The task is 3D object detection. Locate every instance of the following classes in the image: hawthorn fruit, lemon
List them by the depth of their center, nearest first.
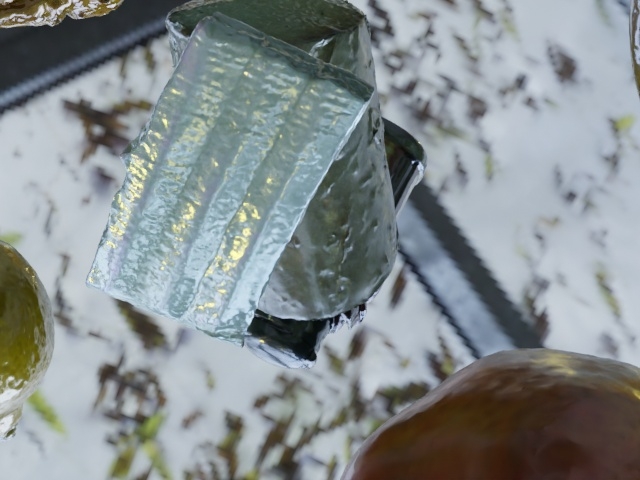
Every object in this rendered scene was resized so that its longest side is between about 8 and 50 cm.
[{"bbox_3d":[-0.332,0.087,1.730,0.187,0.244,0.187,-9,-139,8],"label":"lemon"},{"bbox_3d":[0.235,0.327,1.875,0.472,0.472,0.472,14,-141,-12],"label":"hawthorn fruit"}]

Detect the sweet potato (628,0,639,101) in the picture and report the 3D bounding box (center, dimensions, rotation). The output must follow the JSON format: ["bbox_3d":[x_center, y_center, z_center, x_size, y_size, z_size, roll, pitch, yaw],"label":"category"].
[{"bbox_3d":[0.252,-0.131,1.243,0.108,0.346,0.079,-17,-164,-35],"label":"sweet potato"}]

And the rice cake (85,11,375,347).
[{"bbox_3d":[-0.066,-0.033,1.217,0.127,0.237,0.043,25,-143,-2],"label":"rice cake"}]

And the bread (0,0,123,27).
[{"bbox_3d":[-0.219,-0.228,1.092,0.167,0.132,0.294,-3,-149,-28],"label":"bread"}]

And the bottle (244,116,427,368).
[{"bbox_3d":[0.000,0.000,1.964,0.156,0.143,0.271,26,-109,-2],"label":"bottle"}]

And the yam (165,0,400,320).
[{"bbox_3d":[-0.026,-0.081,1.548,0.161,0.268,0.161,-7,-148,5],"label":"yam"}]
